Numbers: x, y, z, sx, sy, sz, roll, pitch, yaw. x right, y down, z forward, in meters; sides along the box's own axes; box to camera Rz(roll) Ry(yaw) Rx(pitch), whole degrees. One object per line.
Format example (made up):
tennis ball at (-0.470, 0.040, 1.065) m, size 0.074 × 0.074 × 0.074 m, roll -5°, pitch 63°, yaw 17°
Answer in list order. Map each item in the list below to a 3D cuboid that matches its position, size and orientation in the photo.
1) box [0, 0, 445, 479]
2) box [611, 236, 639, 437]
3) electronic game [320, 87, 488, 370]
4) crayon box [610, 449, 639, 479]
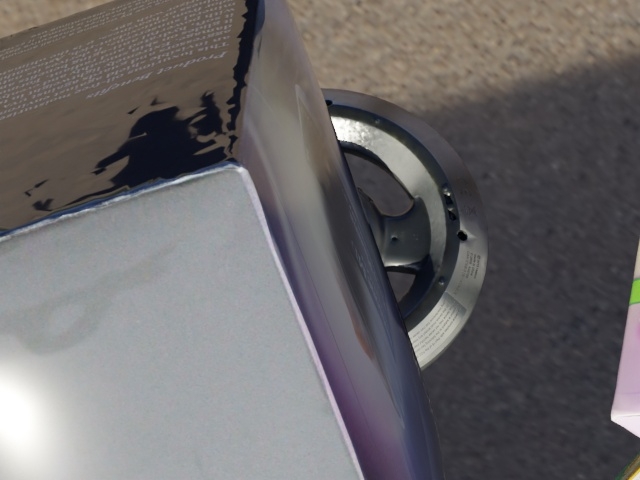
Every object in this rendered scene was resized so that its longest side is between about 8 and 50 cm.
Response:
box at (-0.057, 0.065, 0.839) m, size 0.183 × 0.296 × 0.294 m, roll -17°, pitch 23°, yaw 9°
box at (0.260, -0.021, 0.778) m, size 0.214 × 0.117 × 0.243 m, roll -7°, pitch 61°, yaw 43°
electronic game at (0.000, 0.000, 1.248) m, size 0.229 × 0.048 × 0.229 m, roll 0°, pitch 67°, yaw 0°
crayon box at (0.259, 0.258, 1.087) m, size 0.165 × 0.081 × 0.278 m, roll -44°, pitch 80°, yaw -6°
